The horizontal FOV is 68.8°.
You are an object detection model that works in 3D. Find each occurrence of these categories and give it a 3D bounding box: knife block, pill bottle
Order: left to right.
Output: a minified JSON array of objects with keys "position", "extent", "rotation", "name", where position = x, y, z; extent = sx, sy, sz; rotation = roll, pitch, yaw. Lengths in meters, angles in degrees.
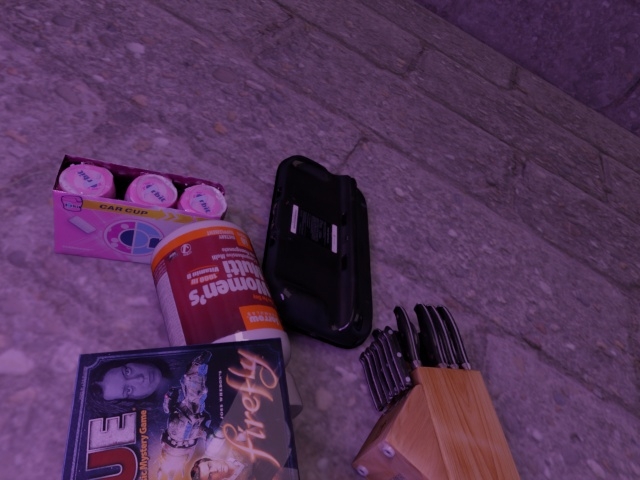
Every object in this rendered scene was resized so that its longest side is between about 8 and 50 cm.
[{"position":[-0.103,0.096,0.509],"extent":[0.121,0.121,0.221],"rotation":[-5,54,-32],"name":"pill bottle"},{"position":[0.161,0.214,0.568],"extent":[0.275,0.088,0.242],"rotation":[40,45,11],"name":"knife block"}]

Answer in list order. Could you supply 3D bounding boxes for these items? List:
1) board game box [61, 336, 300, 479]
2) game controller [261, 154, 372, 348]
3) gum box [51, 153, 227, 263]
[{"position":[-0.095,0.195,0.333],"extent":[0.164,0.042,0.244],"rotation":[-2,53,-14],"name":"board game box"},{"position":[0.000,0.000,0.687],"extent":[0.166,0.067,0.319],"rotation":[19,44,-17],"name":"game controller"},{"position":[-0.214,-0.028,0.570],"extent":[0.188,0.107,0.062],"rotation":[9,48,-22],"name":"gum box"}]
